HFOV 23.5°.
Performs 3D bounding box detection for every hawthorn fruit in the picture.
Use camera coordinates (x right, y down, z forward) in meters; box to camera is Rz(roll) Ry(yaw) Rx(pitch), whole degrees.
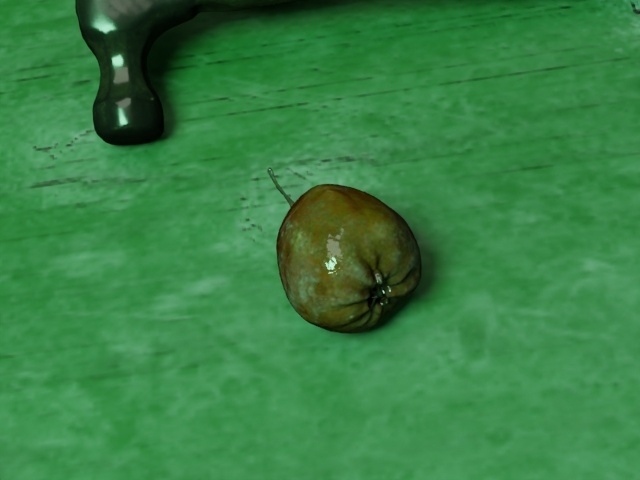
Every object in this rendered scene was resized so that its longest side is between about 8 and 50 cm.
[{"bbox_3d":[0.000,0.000,0.711,0.067,0.066,0.103,-35,43,-18],"label":"hawthorn fruit"}]

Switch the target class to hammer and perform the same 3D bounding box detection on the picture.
[{"bbox_3d":[0.094,-0.148,0.797,0.440,0.044,0.168,-4,85,-2],"label":"hammer"}]
